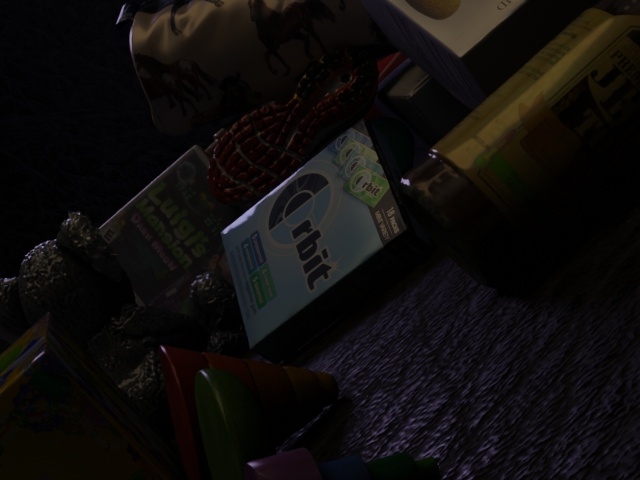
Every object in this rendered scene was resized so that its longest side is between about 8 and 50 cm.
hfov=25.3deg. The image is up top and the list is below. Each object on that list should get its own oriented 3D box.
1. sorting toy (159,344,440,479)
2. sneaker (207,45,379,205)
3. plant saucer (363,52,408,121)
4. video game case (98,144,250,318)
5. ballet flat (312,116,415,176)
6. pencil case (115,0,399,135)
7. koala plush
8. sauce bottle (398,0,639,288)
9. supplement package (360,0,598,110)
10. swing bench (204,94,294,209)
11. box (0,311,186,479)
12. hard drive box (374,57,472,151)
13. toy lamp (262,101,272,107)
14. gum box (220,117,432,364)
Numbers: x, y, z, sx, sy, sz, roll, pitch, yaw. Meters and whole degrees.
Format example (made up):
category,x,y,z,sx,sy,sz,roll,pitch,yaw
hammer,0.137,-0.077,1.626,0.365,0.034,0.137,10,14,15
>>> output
category,x,y,z,sx,sy,sz,roll,pitch,yaw
sorting toy,-0.014,0.129,0.938,0.126,0.127,0.365,-13,7,-15
sneaker,-0.022,-0.111,1.558,0.225,0.088,0.092,-37,-18,-4
plant saucer,0.103,-0.259,1.810,0.258,0.048,0.259,-50,20,9
video game case,-0.145,0.019,1.576,0.173,0.190,0.022,-40,-16,6
ballet flat,0.006,-0.031,1.486,0.096,0.095,0.280,-47,3,45
pencil case,-0.023,-0.266,1.616,0.410,0.183,0.160,-19,-26,21
koala plush,-0.216,0.084,1.423,0.196,0.221,0.203,-34,15,27
sauce bottle,0.212,-0.115,1.003,0.344,0.111,0.111,-43,10,-2
supplement package,0.145,-0.222,1.341,0.139,0.134,0.244,-42,42,0
swing bench,-0.111,-0.043,1.784,0.253,0.165,0.255,-47,6,-27
box,-0.273,0.231,1.167,0.290,0.177,0.279,-42,9,-6
hard drive box,0.163,-0.183,1.540,0.181,0.089,0.232,-42,10,-1
toy lamp,-0.072,-0.195,1.935,0.080,0.274,0.080,-40,11,9
gum box,0.000,0.000,1.305,0.184,0.041,0.157,-39,41,19
